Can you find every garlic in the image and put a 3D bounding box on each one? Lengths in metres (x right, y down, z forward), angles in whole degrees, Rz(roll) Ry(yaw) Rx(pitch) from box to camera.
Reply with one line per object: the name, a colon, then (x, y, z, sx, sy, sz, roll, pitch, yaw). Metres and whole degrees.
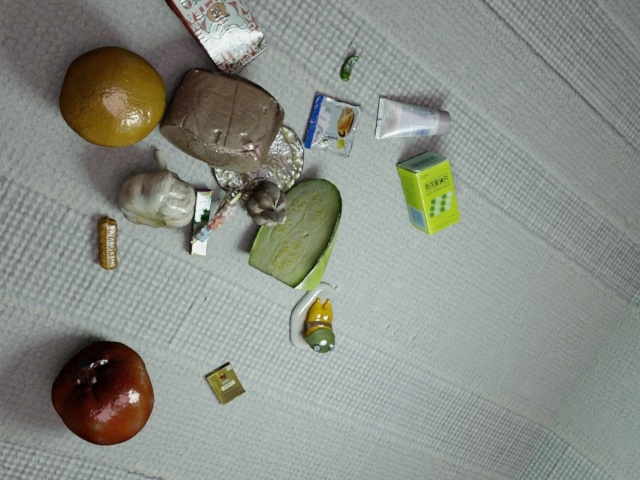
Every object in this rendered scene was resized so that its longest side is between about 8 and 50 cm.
garlic: (-0.145, -0.101, 1.921, 0.127, 0.194, 0.131, -21, 112, -23)
garlic: (-0.447, -0.148, 1.807, 0.219, 0.219, 0.212, 18, 65, -30)

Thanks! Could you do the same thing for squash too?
squash: (-0.052, -0.037, 1.997, 0.210, 0.234, 0.308, -9, 121, -58)

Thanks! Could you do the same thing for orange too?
orange: (-0.521, -0.361, 1.646, 0.264, 0.264, 0.264, -9, 112, -23)

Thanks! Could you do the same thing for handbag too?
handbag: (-0.277, -0.586, 1.743, 0.171, 0.151, 0.298, -37, 128, -4)

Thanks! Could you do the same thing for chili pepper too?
chili pepper: (0.087, -0.533, 2.005, 0.030, 0.034, 0.091, 12, 104, -63)

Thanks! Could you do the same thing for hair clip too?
hair clip: (-0.305, -0.063, 1.922, 0.213, 0.056, 0.062, -55, 164, -8)

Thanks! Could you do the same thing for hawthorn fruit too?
hawthorn fruit: (-0.614, 0.451, 1.863, 0.295, 0.295, 0.311, -20, 112, -19)

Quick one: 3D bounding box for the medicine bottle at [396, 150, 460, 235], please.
medicine bottle: (0.369, -0.163, 2.212, 0.137, 0.141, 0.250, -24, 117, -14)

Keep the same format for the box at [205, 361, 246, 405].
box: (-0.316, 0.481, 2.172, 0.090, 0.023, 0.133, -31, 119, -15)

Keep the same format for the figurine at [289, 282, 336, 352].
figurine: (-0.001, 0.280, 2.188, 0.167, 0.141, 0.249, 9, 104, -27)

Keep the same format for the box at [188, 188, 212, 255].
box: (-0.361, -0.054, 1.945, 0.050, 0.041, 0.207, 0, 109, -28)

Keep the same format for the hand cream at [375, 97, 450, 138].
hand cream: (0.302, -0.392, 2.141, 0.248, 0.083, 0.133, 3, 106, -16)

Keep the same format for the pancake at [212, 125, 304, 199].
pancake: (-0.190, -0.248, 1.967, 0.288, 0.033, 0.286, -38, 119, -10)

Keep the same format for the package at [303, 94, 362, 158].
package: (0.041, -0.357, 2.043, 0.173, 0.027, 0.171, 8, 104, -32)

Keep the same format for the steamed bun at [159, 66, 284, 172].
steamed bun: (-0.273, -0.318, 1.794, 0.301, 0.199, 0.251, 22, 67, -11)

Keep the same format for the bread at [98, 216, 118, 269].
bread: (-0.604, 0.010, 1.845, 0.052, 0.044, 0.157, -5, 111, -28)
